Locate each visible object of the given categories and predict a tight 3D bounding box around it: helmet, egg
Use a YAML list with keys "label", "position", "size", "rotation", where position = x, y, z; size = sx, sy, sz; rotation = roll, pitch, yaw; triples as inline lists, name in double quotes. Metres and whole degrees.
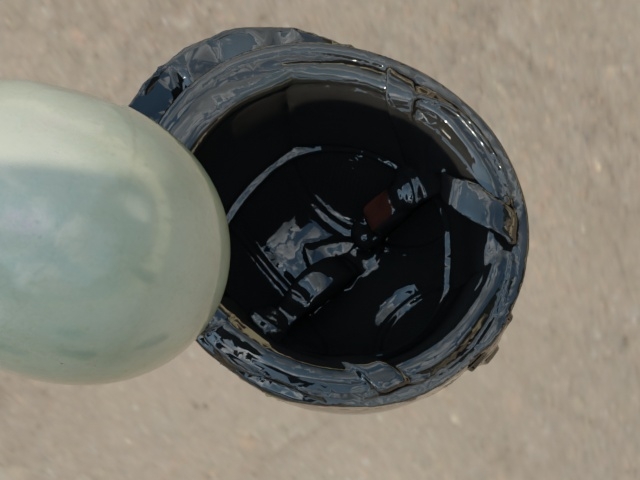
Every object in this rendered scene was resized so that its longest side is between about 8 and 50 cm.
- label: "helmet"
  position: [0.000, 0.000, 1.263]
  size: [0.279, 0.160, 0.230]
  rotation: [37, 76, 14]
- label: "egg"
  position: [-0.143, -0.007, 0.982]
  size: [0.151, 0.209, 0.151]
  rotation: [-35, 43, 41]
